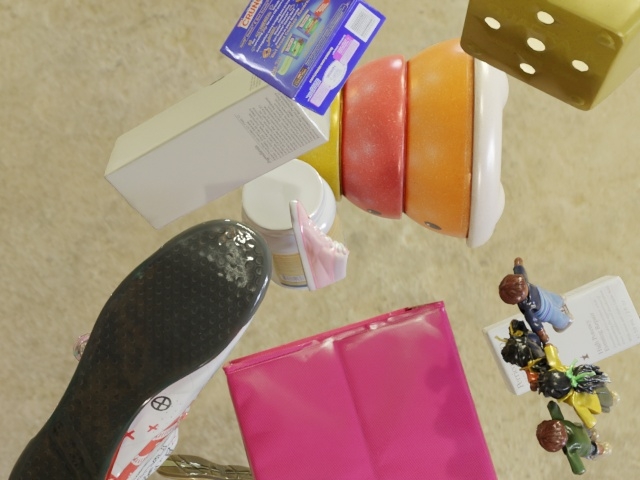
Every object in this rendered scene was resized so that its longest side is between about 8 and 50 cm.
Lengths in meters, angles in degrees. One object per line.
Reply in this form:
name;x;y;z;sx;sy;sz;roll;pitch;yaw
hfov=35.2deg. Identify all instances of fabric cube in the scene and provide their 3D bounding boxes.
fabric cube;0.044;0.229;1.172;0.259;0.254;0.258;-16;85;-4

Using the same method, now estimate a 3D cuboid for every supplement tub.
supplement tub;-0.041;-0.024;1.549;0.144;0.199;0.144;-4;63;7

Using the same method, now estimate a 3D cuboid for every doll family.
doll family;0.200;0.105;0.877;0.076;0.111;0.193;-44;53;24

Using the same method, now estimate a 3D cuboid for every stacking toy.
stacking toy;0.054;-0.167;1.636;0.480;0.350;0.350;1;64;7

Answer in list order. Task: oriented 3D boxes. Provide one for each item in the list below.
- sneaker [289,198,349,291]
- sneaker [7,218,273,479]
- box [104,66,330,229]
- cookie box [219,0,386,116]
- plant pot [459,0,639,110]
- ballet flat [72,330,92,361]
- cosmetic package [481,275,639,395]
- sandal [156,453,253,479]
sneaker;0.000;0.000;1.412;0.070;0.051;0.134;-15;102;0
sneaker;-0.126;0.096;0.770;0.090;0.145;0.270;36;94;5
box;-0.128;-0.127;1.265;0.275;0.113;0.094;-24;36;22
cookie box;-0.016;-0.160;0.785;0.107;0.040;0.091;40;99;41
plant pot;0.241;-0.251;0.941;0.212;0.212;0.187;29;74;11
ballet flat;-0.252;0.159;1.489;0.222;0.079;0.076;-4;97;-13
cosmetic package;0.391;0.152;1.629;0.231;0.085;0.117;-25;88;0
sandal;-0.177;0.383;1.611;0.180;0.072;0.049;12;100;-13
